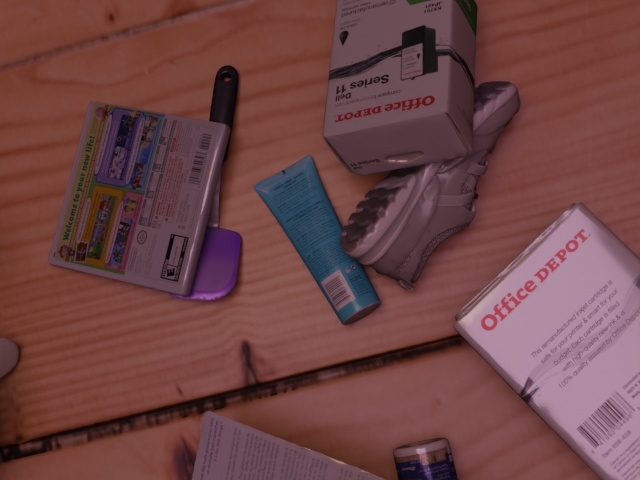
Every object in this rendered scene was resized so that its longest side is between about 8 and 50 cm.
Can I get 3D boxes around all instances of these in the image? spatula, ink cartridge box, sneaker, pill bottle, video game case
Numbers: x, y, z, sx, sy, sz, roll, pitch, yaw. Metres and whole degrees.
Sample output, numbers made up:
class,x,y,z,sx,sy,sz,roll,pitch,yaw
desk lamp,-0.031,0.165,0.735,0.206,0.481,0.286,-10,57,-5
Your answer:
class,x,y,z,sx,sy,sz,roll,pitch,yaw
spatula,-0.129,-0.073,1.227,0.084,0.030,0.297,6,84,6
ink cartridge box,0.093,-0.191,1.133,0.153,0.087,0.208,-9,59,25
ink cartridge box,0.308,0.122,1.112,0.197,0.114,0.273,-44,82,1
sneaker,0.144,-0.068,1.180,0.115,0.105,0.281,43,85,-24
pill bottle,0.127,0.290,1.137,0.067,0.067,0.120,-13,82,5
video game case,-0.223,-0.054,1.223,0.193,0.023,0.212,12,85,19

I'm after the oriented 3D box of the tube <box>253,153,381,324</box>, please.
class,x,y,z,sx,sy,sz,roll,pitch,yaw
tube,0.000,0.000,1.198,0.080,0.052,0.207,-28,76,-2

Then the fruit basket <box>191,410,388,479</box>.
class,x,y,z,sx,sy,sz,roll,pitch,yaw
fruit basket,0.005,0.384,1.091,0.353,0.165,0.327,17,106,26

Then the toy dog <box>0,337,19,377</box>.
class,x,y,z,sx,sy,sz,roll,pitch,yaw
toy dog,-0.480,0.110,1.209,0.220,0.161,0.334,12,100,5
